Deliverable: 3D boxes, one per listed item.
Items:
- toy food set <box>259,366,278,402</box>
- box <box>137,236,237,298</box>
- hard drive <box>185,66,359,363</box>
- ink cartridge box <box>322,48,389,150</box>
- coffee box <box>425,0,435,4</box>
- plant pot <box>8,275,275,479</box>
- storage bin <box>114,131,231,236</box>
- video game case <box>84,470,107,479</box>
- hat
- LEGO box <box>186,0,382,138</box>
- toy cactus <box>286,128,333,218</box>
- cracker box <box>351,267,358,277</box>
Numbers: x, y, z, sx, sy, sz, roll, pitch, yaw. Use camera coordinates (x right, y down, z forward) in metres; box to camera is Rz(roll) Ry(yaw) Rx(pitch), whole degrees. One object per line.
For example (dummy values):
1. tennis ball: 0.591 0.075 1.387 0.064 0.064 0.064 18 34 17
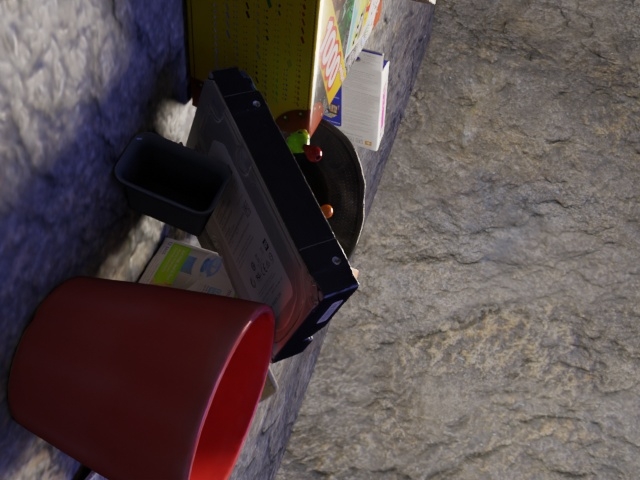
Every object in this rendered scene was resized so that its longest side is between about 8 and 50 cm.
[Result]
1. toy food set: -0.169 0.170 1.399 0.306 0.092 0.220 86 -20 -68
2. box: -0.165 0.093 1.171 0.103 0.203 0.114 95 15 -51
3. hard drive: -0.085 -0.029 1.026 0.064 0.339 0.237 -16 160 -28
4. ink cartridge box: 0.063 -0.349 1.770 0.371 0.175 0.069 85 24 -65
5. coffee box: 0.111 -0.445 0.900 0.168 0.118 0.297 -44 149 -71
6. plant pot: -0.213 0.170 0.920 0.275 0.243 0.275 16 90 -81
7. storage bin: -0.191 -0.070 1.000 0.091 0.135 0.098 113 0 -60
8. video game case: -0.346 0.377 1.144 0.122 0.011 0.087 -54 166 -38
9. hat: -0.089 -0.068 1.309 0.134 0.331 0.332 -7 -119 61
10. LEGO box: -0.025 -0.457 1.046 0.500 0.193 0.373 96 15 -47
11. toy cactus: -0.062 -0.092 1.103 0.112 0.180 0.219 -32 152 -26
12. cracker box: -0.053 0.052 1.578 0.155 0.232 0.067 24 83 -70
